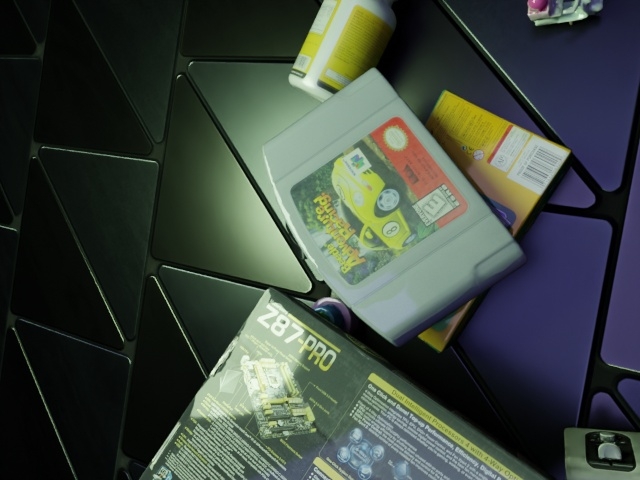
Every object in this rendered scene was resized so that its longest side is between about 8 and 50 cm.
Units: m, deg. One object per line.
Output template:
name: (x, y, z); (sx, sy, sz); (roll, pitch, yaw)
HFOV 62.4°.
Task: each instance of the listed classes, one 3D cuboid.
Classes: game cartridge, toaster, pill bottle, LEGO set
game cartridge: (0.064, -0.039, 0.608); (0.196, 0.060, 0.294); (-36, 72, 7)
toaster: (0.344, 0.299, 0.547); (0.168, 0.110, 0.185); (-4, 87, 27)
pill bottle: (0.039, -0.276, 0.718); (0.103, 0.103, 0.184); (32, 102, 23)
LEGO set: (0.295, -0.401, 0.595); (0.132, 0.107, 0.287); (-4, 87, 26)

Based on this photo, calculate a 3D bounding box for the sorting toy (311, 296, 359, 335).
sorting toy: (0.005, 0.261, 0.705); (0.127, 0.126, 0.365); (-3, 88, 26)

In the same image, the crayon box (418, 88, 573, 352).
crayon box: (0.161, -0.022, 0.662); (0.165, 0.081, 0.278); (35, 103, 23)

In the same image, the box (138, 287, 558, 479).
box: (0.016, 0.283, 0.557); (0.395, 0.097, 0.318); (31, 87, 25)

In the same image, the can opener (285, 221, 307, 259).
can opener: (0.000, 0.000, 0.714); (0.059, 0.186, 0.073); (-21, 117, -14)
